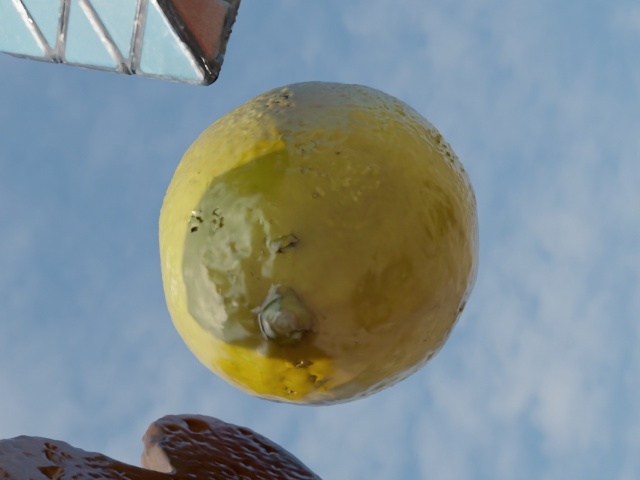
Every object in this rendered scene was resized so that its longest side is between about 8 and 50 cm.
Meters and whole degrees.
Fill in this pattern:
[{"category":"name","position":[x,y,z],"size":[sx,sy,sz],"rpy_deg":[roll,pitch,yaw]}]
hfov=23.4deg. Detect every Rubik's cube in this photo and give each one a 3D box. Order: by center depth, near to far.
[{"category":"Rubik's cube","position":[-0.131,-0.169,0.997],"size":[0.190,0.178,0.211],"rpy_deg":[-26,-93,-54]}]

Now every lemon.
[{"category":"lemon","position":[-0.001,0.001,1.095],"size":[0.236,0.263,0.236],"rpy_deg":[-7,-62,-13]}]

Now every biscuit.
[{"category":"biscuit","position":[-0.092,0.176,0.951],"size":[0.277,0.262,0.052],"rpy_deg":[13,-76,-37]}]
